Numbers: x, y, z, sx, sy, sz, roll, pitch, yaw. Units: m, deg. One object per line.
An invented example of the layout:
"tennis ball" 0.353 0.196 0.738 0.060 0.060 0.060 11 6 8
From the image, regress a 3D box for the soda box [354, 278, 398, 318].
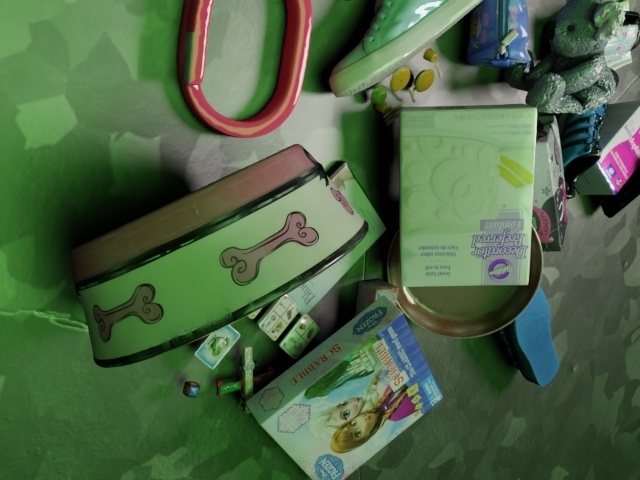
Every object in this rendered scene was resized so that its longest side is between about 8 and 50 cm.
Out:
"soda box" 0.107 0.172 1.311 0.058 0.063 0.183 -3 106 -32

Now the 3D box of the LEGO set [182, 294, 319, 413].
"LEGO set" -0.135 0.195 1.162 0.244 0.060 0.182 -51 123 -15

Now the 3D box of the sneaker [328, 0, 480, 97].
"sneaker" 0.134 -0.395 1.138 0.366 0.135 0.150 -40 94 -14

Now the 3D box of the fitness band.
"fitness band" -0.115 -0.306 1.018 0.209 0.054 0.290 2 104 -38

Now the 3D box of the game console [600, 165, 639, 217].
"game console" 0.838 -0.218 1.646 0.361 0.044 0.213 -48 171 -27

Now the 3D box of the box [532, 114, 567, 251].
"box" 0.412 -0.110 1.347 0.142 0.163 0.247 -55 134 -49

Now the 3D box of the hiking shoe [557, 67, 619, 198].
"hiking shoe" 0.583 -0.228 1.442 0.113 0.132 0.304 12 112 -40

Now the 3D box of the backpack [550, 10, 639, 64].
"backpack" 0.589 -0.438 1.414 0.182 0.152 0.115 -18 117 -23

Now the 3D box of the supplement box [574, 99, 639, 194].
"supplement box" 0.695 -0.221 1.560 0.220 0.114 0.111 -47 111 -16

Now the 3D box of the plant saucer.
"plant saucer" 0.290 0.049 1.328 0.311 0.050 0.310 1 106 3

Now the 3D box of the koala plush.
"koala plush" 0.502 -0.380 1.278 0.203 0.196 0.221 2 123 -9

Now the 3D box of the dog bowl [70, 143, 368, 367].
"dog bowl" -0.148 0.003 0.890 0.408 0.408 0.150 -29 99 -25

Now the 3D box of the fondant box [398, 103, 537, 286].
"fondant box" 0.267 -0.083 1.217 0.238 0.096 0.330 -1 107 5

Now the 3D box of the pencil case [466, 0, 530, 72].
"pencil case" 0.345 -0.474 1.236 0.119 0.133 0.306 1 107 7

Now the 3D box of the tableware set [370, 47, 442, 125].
"tableware set" 0.157 -0.292 1.207 0.154 0.024 0.104 -42 148 -2

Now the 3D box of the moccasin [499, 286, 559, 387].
"moccasin" 0.467 0.219 1.549 0.138 0.117 0.342 -34 125 -21

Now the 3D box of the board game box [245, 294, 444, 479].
"board game box" 0.063 0.306 1.254 0.318 0.066 0.318 -37 133 -7

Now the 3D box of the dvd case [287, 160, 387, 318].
"dvd case" 0.000 0.000 1.209 0.253 0.022 0.180 -46 125 -14

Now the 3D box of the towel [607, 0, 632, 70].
"towel" 0.698 -0.481 1.548 0.113 0.023 0.152 -28 118 -26
